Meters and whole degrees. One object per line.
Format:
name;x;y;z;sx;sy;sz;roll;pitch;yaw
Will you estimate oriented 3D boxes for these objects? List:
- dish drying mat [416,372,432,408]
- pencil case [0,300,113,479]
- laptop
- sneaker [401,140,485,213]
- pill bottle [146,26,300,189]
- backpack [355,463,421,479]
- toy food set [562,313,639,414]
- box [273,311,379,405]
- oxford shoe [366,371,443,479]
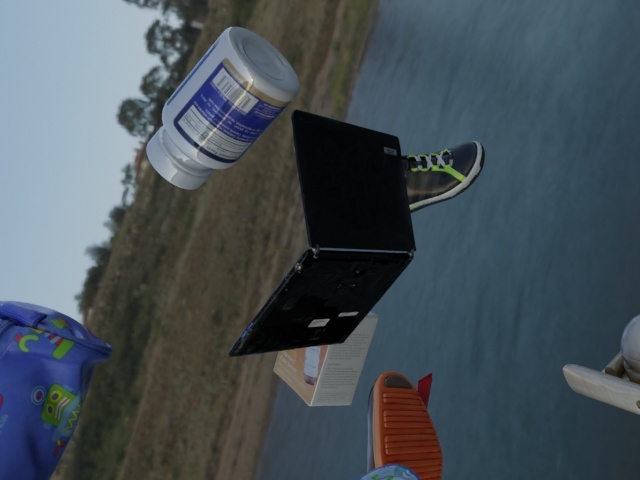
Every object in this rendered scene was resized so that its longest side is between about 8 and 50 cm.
dish drying mat;0.161;0.245;1.254;0.008;0.032;0.083;37;138;37
pencil case;-0.280;0.194;0.637;0.133;0.119;0.306;86;-156;-72
laptop;0.000;0.000;0.984;0.234;0.136;0.264;3;-50;-54
sneaker;0.168;-0.110;1.372;0.235;0.097;0.084;-30;41;21
pill bottle;-0.123;-0.152;0.958;0.187;0.112;0.112;-43;21;27
backpack;0.069;0.273;0.764;0.114;0.105;0.084;55;170;51
toy food set;0.411;0.080;0.770;0.306;0.220;0.092;-34;-60;-31
box;0.007;0.179;1.377;0.130;0.091;0.170;31;110;51
oxford shoe;0.097;0.377;1.164;0.133;0.130;0.363;-27;58;46
